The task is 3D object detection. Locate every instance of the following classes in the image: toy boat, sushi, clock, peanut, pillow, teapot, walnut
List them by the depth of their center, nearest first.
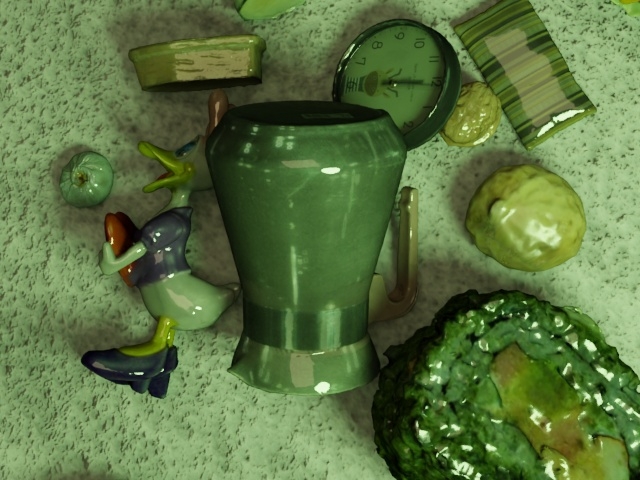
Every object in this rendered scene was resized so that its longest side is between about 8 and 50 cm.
[{"bbox_3d":[0.249,0.224,1.602,0.352,0.178,0.294,38,68,-8],"label":"sushi"},{"bbox_3d":[0.000,0.000,1.643,0.300,0.253,0.343,-9,109,-31],"label":"teapot"},{"bbox_3d":[0.275,-0.028,1.694,0.159,0.109,0.140,33,100,-3],"label":"peanut"},{"bbox_3d":[0.100,-0.211,1.724,0.185,0.040,0.184,-7,75,30],"label":"clock"},{"bbox_3d":[0.200,-0.167,1.726,0.082,0.079,0.096,37,90,9],"label":"walnut"},{"bbox_3d":[0.278,-0.234,1.744,0.113,0.038,0.203,-30,82,6],"label":"pillow"},{"bbox_3d":[-0.170,-0.241,1.757,0.188,0.116,0.061,-4,92,5],"label":"toy boat"}]

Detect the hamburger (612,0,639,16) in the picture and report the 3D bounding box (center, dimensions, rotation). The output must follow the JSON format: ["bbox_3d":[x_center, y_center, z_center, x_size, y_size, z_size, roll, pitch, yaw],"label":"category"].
[{"bbox_3d":[0.479,-0.419,1.647,0.275,0.212,0.274,-1,85,7],"label":"hamburger"}]

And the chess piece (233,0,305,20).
[{"bbox_3d":[-0.101,-0.440,1.765,0.133,0.133,0.243,-26,79,4],"label":"chess piece"}]

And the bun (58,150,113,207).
[{"bbox_3d":[-0.330,-0.086,1.796,0.083,0.045,0.083,-1,84,11],"label":"bun"}]

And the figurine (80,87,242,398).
[{"bbox_3d":[-0.198,0.007,1.722,0.193,0.154,0.420,6,88,2],"label":"figurine"}]
